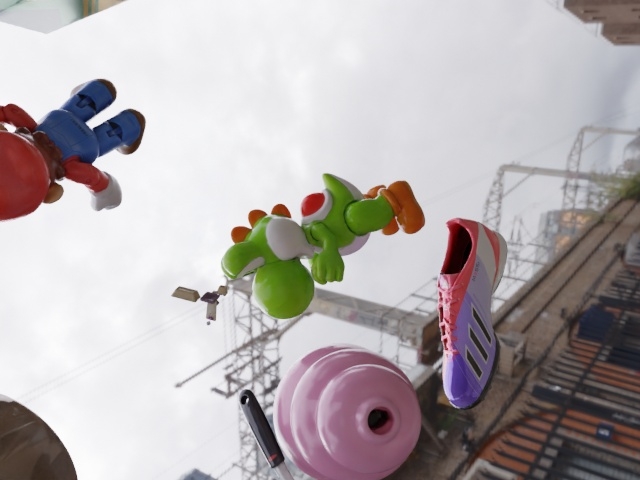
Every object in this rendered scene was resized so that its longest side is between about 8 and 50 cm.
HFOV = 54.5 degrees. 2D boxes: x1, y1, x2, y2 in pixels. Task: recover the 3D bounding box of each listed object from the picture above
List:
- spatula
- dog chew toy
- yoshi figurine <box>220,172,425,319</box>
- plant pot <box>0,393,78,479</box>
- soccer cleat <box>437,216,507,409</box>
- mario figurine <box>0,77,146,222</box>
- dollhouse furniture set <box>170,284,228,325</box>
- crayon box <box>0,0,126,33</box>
[{"bbox_3d":[-0.043,0.336,0.878,0.084,0.296,0.030,-41,-25,13],"label":"spatula"},{"bbox_3d":[0.043,0.241,0.863,0.332,0.206,0.207,122,170,-75],"label":"dog chew toy"},{"bbox_3d":[0.007,0.026,1.124,0.362,0.203,0.204,-21,-44,-17],"label":"yoshi figurine"},{"bbox_3d":[-0.397,0.298,0.586,0.280,0.323,0.323,-54,-37,-61],"label":"plant pot"},{"bbox_3d":[0.235,0.115,1.036,0.116,0.108,0.318,25,-112,-33],"label":"soccer cleat"},{"bbox_3d":[-0.402,-0.118,0.889,0.320,0.198,0.170,-55,-19,-54],"label":"mario figurine"},{"bbox_3d":[-0.293,0.150,1.492,0.091,0.114,0.081,-56,-23,-64],"label":"dollhouse furniture set"},{"bbox_3d":[-0.275,-0.373,0.708,0.081,0.318,0.202,2,-90,-48],"label":"crayon box"}]
